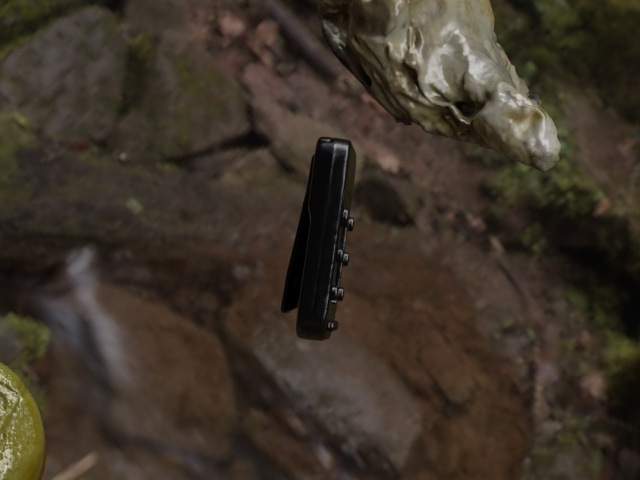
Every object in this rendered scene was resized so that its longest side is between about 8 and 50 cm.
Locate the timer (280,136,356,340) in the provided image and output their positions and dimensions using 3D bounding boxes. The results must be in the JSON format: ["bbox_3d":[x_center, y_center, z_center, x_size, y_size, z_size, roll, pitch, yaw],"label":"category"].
[{"bbox_3d":[0.000,0.000,1.483,0.144,0.055,0.187,44,54,-86],"label":"timer"}]

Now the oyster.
[{"bbox_3d":[0.076,-0.098,0.838,0.163,0.081,0.191,11,33,-49],"label":"oyster"}]

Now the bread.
[{"bbox_3d":[-0.462,0.253,1.898,0.270,0.148,0.269,4,78,-16],"label":"bread"}]
